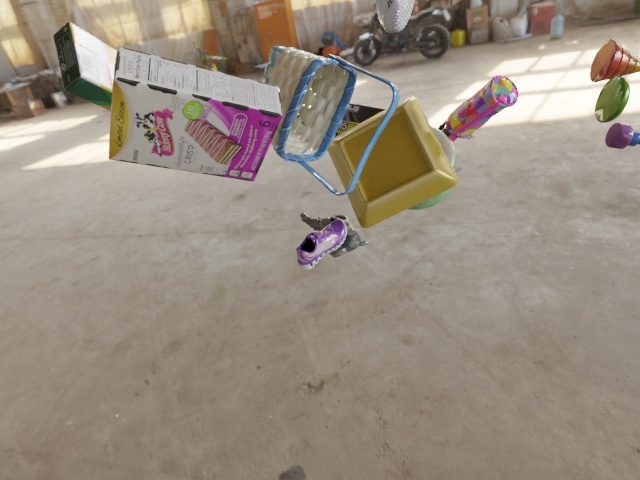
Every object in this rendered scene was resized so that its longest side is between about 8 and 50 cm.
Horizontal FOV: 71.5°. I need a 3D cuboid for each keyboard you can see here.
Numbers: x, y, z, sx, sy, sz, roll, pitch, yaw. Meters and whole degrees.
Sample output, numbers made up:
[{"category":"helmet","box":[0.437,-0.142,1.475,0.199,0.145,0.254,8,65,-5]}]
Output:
[{"category":"keyboard","box":[0.503,-0.443,1.726,0.100,0.038,0.192,-2,-14,-14]}]

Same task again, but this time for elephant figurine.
[{"category":"elephant figurine","box":[0.055,-0.050,1.909,0.169,0.186,0.239,-37,39,-5]}]

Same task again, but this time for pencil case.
[{"category":"pencil case","box":[0.468,-0.382,1.309,0.104,0.105,0.236,-25,-6,-22]}]

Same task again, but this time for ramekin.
[{"category":"ramekin","box":[0.353,-0.281,1.649,0.303,0.148,0.304,-3,69,8]}]

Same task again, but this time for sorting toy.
[{"category":"sorting toy","box":[0.867,-0.407,1.255,0.126,0.127,0.366,9,65,0]}]

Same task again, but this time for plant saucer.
[{"category":"plant saucer","box":[0.207,-0.256,1.392,0.332,0.333,0.081,-26,-15,14]}]

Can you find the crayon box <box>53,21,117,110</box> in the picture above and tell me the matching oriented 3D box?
[{"category":"crayon box","box":[-0.670,-0.518,1.434,0.083,0.203,0.323,-25,-17,21]}]

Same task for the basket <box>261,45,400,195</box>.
[{"category":"basket","box":[0.004,-0.272,0.951,0.289,0.255,0.201,42,30,23]}]

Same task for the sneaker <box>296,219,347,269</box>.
[{"category":"sneaker","box":[0.000,0.000,1.632,0.236,0.105,0.095,-42,52,-14]}]

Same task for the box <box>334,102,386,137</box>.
[{"category":"box","box":[0.178,-0.446,1.853,0.269,0.217,0.060,18,7,24]}]

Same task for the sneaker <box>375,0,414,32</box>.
[{"category":"sneaker","box":[0.083,-0.631,0.963,0.210,0.366,0.137,-1,16,30]}]

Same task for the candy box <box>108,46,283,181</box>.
[{"category":"candy box","box":[-0.193,-0.180,0.682,0.233,0.159,0.071,6,55,-24]}]
